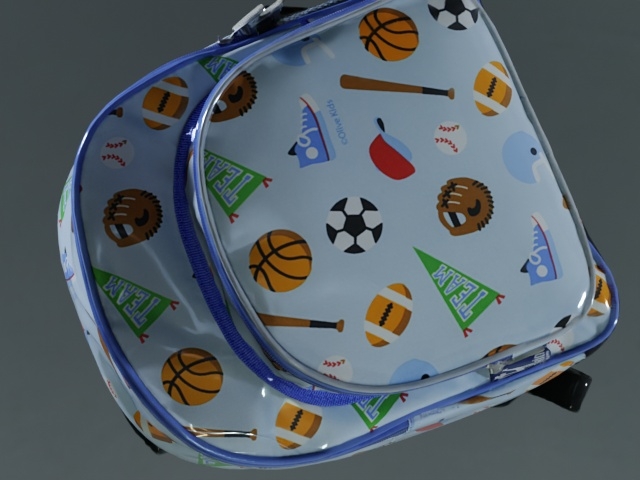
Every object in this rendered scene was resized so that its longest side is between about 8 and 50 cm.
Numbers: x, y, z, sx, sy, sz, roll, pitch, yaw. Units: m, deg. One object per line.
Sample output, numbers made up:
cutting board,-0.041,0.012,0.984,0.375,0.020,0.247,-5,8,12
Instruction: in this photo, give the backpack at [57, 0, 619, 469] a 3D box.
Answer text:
backpack,0.000,0.000,0.917,0.263,0.213,0.276,-23,82,-9
